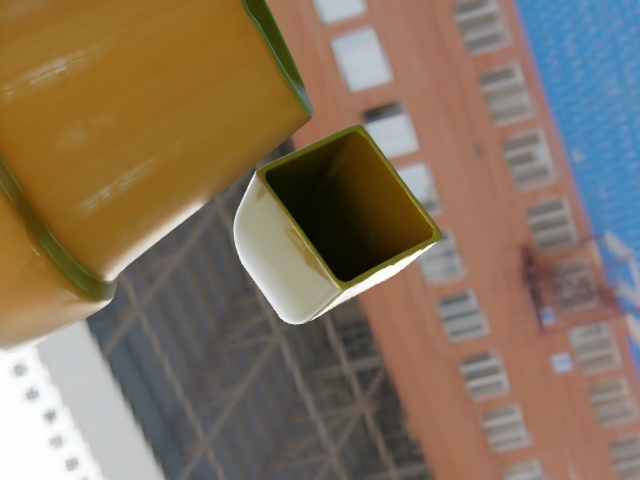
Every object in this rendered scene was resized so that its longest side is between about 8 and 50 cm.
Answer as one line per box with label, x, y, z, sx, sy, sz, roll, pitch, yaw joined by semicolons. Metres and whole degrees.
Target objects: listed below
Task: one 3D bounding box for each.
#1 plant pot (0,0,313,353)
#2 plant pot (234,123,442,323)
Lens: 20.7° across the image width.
plant pot;-0.114;-0.076;0.864;0.205;0.188;0.205;63;-175;-10
plant pot;0.000;0.000;0.969;0.081;0.083;0.081;-27;-104;-36
